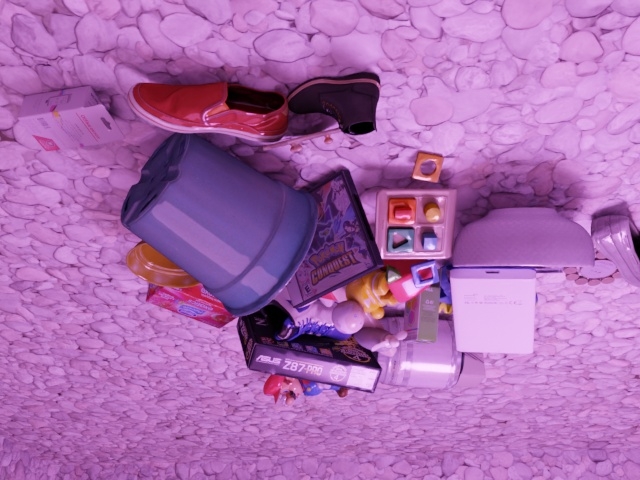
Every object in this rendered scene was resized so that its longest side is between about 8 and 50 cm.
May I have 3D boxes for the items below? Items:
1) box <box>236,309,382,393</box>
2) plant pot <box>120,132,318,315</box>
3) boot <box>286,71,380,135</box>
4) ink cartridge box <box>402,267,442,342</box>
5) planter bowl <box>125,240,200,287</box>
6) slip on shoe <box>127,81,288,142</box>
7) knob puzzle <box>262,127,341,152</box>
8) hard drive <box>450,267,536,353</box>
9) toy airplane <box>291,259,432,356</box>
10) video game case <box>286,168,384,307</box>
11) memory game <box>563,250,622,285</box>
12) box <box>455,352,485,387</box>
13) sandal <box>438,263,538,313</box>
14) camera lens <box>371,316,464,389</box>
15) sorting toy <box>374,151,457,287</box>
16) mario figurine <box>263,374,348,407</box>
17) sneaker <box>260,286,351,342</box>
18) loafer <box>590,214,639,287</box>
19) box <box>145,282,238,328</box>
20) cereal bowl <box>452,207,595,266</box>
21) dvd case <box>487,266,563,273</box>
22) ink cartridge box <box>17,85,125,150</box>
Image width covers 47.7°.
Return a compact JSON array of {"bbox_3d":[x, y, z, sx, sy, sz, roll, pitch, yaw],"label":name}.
[{"bbox_3d":[-0.043,0.324,2.200,0.395,0.318,0.097,14,101,-15],"label":"box"},{"bbox_3d":[-0.242,-0.056,1.638,0.334,0.341,0.341,35,135,-28],"label":"plant pot"},{"bbox_3d":[0.022,-0.260,1.455,0.198,0.137,0.077,-12,144,21],"label":"boot"},{"bbox_3d":[0.281,0.181,2.015,0.062,0.209,0.109,9,167,-14],"label":"ink cartridge box"},{"bbox_3d":[-0.381,0.029,1.857,0.217,0.090,0.217,1,146,1],"label":"planter bowl"},{"bbox_3d":[-0.219,-0.278,1.466,0.331,0.123,0.101,7,139,-17],"label":"slip on shoe"},{"bbox_3d":[-0.035,-0.207,1.537,0.213,0.030,0.213,-14,-172,2],"label":"knob puzzle"},{"bbox_3d":[0.460,0.191,1.924,0.210,0.040,0.318,0,137,14],"label":"hard drive"},{"bbox_3d":[0.074,0.137,1.925,0.386,0.272,0.384,22,134,2],"label":"toy airplane"},{"bbox_3d":[0.000,0.000,1.748,0.275,0.248,0.035,-29,162,34],"label":"video game case"},{"bbox_3d":[0.777,0.078,2.033,0.186,0.012,0.186,2,146,1],"label":"memory game"},{"bbox_3d":[0.427,0.445,2.534,0.275,0.094,0.113,6,147,-6],"label":"box"},{"bbox_3d":[0.445,0.144,2.024,0.317,0.126,0.138,5,127,15],"label":"sandal"},{"bbox_3d":[0.303,0.354,2.290,0.274,0.219,0.219,5,146,-4],"label":"camera lens"},{"bbox_3d":[0.226,-0.034,1.705,0.196,0.047,0.347,-2,114,-5],"label":"sorting toy"},{"bbox_3d":[-0.049,0.553,2.648,0.321,0.170,0.198,0,113,-11],"label":"mario figurine"},{"bbox_3d":[-0.058,0.235,2.101,0.315,0.182,0.127,30,126,-15],"label":"sneaker"},{"bbox_3d":[0.816,0.032,1.874,0.111,0.112,0.319,-19,141,42],"label":"loafer"},{"bbox_3d":[-0.357,0.143,2.092,0.257,0.128,0.123,25,140,-31],"label":"box"},{"bbox_3d":[0.488,-0.004,1.759,0.339,0.141,0.339,0,177,0],"label":"cereal bowl"},{"bbox_3d":[0.544,0.080,1.948,0.165,0.018,0.221,-1,177,6],"label":"dvd case"},{"bbox_3d":[-0.522,-0.261,1.548,0.198,0.067,0.115,-5,146,13],"label":"ink cartridge box"}]
